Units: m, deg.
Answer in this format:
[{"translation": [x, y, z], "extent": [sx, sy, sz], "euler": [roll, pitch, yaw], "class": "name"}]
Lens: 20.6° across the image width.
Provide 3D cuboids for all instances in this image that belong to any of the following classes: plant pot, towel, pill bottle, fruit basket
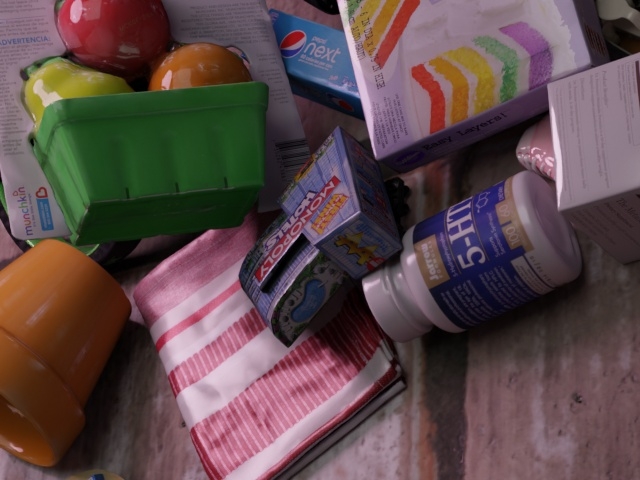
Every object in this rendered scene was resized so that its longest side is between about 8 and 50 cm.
[{"translation": [-0.309, 0.108, 1.903], "extent": [0.205, 0.205, 0.188], "euler": [13, 56, 42], "class": "plant pot"}, {"translation": [-0.062, 0.094, 1.814], "extent": [0.237, 0.037, 0.329], "euler": [-40, 46, 13], "class": "towel"}, {"translation": [0.138, 0.022, 1.647], "extent": [0.186, 0.112, 0.112], "euler": [-27, 49, 22], "class": "pill bottle"}, {"translation": [-0.195, -0.171, 1.849], "extent": [0.165, 0.327, 0.353], "euler": [115, 142, -55], "class": "fruit basket"}]

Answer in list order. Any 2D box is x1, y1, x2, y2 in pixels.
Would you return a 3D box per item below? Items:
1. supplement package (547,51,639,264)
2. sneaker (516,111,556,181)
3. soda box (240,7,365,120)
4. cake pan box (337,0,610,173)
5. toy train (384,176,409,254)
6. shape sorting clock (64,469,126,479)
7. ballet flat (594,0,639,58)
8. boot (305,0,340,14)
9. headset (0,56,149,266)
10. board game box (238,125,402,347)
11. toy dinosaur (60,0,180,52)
[{"translation": [0.339, -0.090, 1.535], "extent": [0.244, 0.139, 0.134], "euler": [-18, 59, 30], "class": "supplement package"}, {"translation": [0.227, -0.067, 1.677], "extent": [0.070, 0.051, 0.134], "euler": [-28, 46, 24], "class": "sneaker"}, {"translation": [0.013, -0.186, 1.904], "extent": [0.210, 0.071, 0.067], "euler": [26, 80, 45], "class": "soda box"}, {"translation": [0.141, -0.231, 1.734], "extent": [0.245, 0.070, 0.267], "euler": [-21, 68, 25], "class": "cake pan box"}, {"translation": [0.068, 0.007, 1.771], "extent": [0.036, 0.027, 0.158], "euler": [-19, 52, 33], "class": "toy train"}, {"translation": [-0.255, 0.333, 1.810], "extent": [0.206, 0.040, 0.206], "euler": [-21, 53, 31], "class": "shape sorting clock"}, {"translation": [0.320, -0.188, 1.666], "extent": [0.072, 0.068, 0.213], "euler": [-52, 45, -1], "class": "ballet flat"}, {"translation": [0.013, -0.384, 2.012], "extent": [0.207, 0.094, 0.246], "euler": [26, 88, 48], "class": "boot"}, {"translation": [-0.316, -0.154, 1.969], "extent": [0.243, 0.185, 0.394], "euler": [-3, 98, 42], "class": "headset"}, {"translation": [0.000, 0.000, 1.705], "extent": [0.194, 0.060, 0.194], "euler": [-50, 21, 3], "class": "board game box"}, {"translation": [-0.224, -0.203, 2.094], "extent": [0.160, 0.121, 0.314], "euler": [-38, 64, 32], "class": "toy dinosaur"}]
